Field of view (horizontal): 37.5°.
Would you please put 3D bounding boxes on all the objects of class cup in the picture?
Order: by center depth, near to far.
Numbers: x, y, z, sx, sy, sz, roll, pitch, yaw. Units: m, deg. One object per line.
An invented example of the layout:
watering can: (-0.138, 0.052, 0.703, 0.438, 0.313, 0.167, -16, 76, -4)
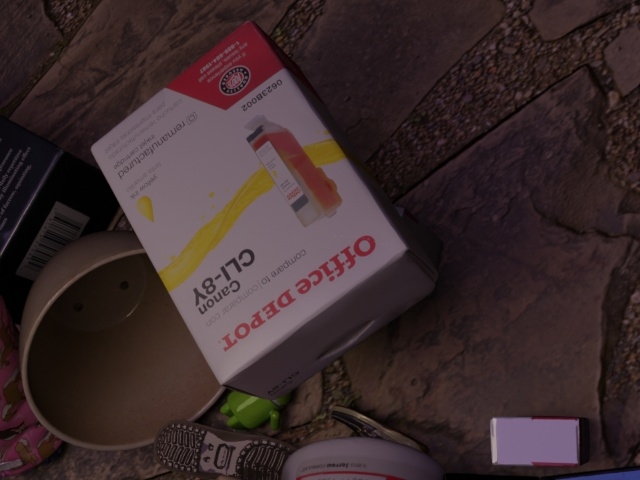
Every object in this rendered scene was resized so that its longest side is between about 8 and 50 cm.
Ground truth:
cup: (-0.309, 0.113, 1.430, 0.331, 0.331, 0.237, -50, 39, 2)

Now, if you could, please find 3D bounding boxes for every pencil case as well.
pencil case: (-0.507, 0.200, 1.415, 0.160, 0.386, 0.167, -29, 49, -20)

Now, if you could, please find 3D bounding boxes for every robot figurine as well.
robot figurine: (-0.093, 0.238, 1.420, 0.115, 0.067, 0.101, -39, 54, 6)

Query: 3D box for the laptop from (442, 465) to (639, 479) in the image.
laptop: (0.305, 0.400, 1.171, 0.136, 0.264, 0.234, -34, 53, 49)

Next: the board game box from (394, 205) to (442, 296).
board game box: (0.000, 0.000, 1.366, 0.303, 0.224, 0.097, 8, 80, 22)

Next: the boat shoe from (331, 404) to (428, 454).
boat shoe: (0.078, 0.283, 1.348, 0.152, 0.056, 0.049, 22, 78, 25)

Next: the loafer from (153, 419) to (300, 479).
loafer: (-0.110, 0.326, 1.392, 0.268, 0.092, 0.102, 19, 84, 8)

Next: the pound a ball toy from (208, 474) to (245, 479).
pound a ball toy: (-0.127, 0.423, 1.242, 0.136, 0.319, 0.208, 28, 75, -3)

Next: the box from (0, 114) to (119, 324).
box: (-0.587, -0.071, 1.617, 0.395, 0.212, 0.293, 28, 87, 24)

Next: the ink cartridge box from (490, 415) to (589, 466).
ink cartridge box: (0.288, 0.260, 1.224, 0.109, 0.150, 0.063, -4, 78, 20)

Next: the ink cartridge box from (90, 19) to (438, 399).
ink cartridge box: (-0.073, -0.036, 1.192, 0.279, 0.160, 0.385, -37, 66, 8)

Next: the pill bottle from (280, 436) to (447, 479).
pill bottle: (0.040, 0.469, 1.149, 0.229, 0.229, 0.408, -7, 52, 19)
